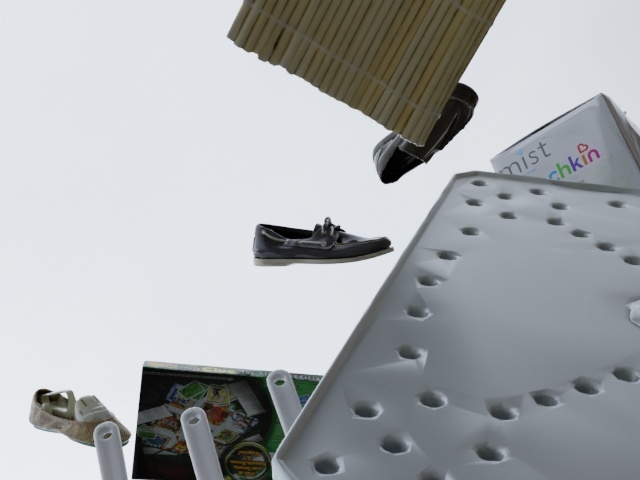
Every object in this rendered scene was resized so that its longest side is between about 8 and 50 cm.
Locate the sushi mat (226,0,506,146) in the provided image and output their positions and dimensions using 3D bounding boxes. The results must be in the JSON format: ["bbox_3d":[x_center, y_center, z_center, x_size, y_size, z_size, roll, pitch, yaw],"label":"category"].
[{"bbox_3d":[0.080,-0.223,0.556,0.151,0.019,0.317,24,-77,-21],"label":"sushi mat"}]

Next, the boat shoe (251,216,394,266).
[{"bbox_3d":[0.000,0.000,1.322,0.075,0.206,0.065,-15,-79,-72],"label":"boat shoe"}]

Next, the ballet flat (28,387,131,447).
[{"bbox_3d":[-0.366,0.261,1.416,0.073,0.206,0.067,-15,-74,-56],"label":"ballet flat"}]

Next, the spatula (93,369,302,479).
[{"bbox_3d":[-0.048,0.183,0.553,0.168,0.242,0.019,-18,-47,-7],"label":"spatula"}]

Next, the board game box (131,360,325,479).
[{"bbox_3d":[-0.078,0.214,1.076,0.259,0.030,0.136,6,-82,-8],"label":"board game box"}]

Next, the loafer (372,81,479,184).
[{"bbox_3d":[0.162,-0.154,1.447,0.080,0.220,0.078,25,-135,-21],"label":"loafer"}]

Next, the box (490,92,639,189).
[{"bbox_3d":[0.300,0.026,0.877,0.262,0.126,0.231,25,-139,-50],"label":"box"}]

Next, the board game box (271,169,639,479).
[{"bbox_3d":[0.222,0.066,0.474,0.390,0.389,0.050,-49,-36,-61],"label":"board game box"}]
